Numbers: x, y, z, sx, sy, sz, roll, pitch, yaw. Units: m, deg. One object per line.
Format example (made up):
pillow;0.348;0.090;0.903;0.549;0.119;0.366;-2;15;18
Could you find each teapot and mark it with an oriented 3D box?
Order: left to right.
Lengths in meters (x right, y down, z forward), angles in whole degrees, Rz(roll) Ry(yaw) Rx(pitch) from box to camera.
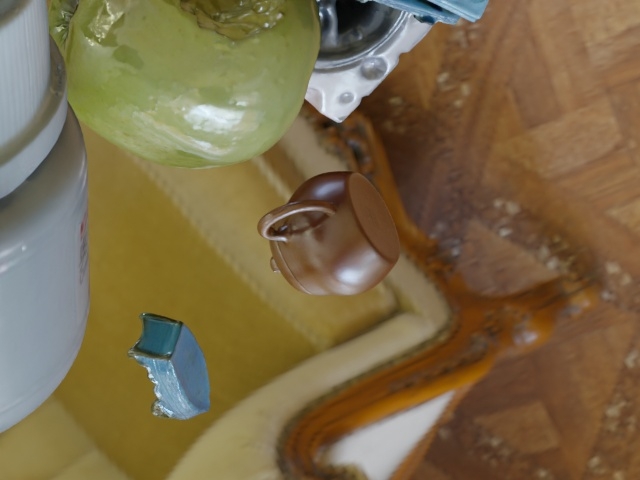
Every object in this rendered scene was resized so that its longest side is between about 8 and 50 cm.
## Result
teapot;0.000;0.000;1.454;0.116;0.173;0.116;-8;72;27

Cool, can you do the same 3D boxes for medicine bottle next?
medicine bottle;-0.267;-0.042;1.034;0.245;0.245;0.306;37;141;29

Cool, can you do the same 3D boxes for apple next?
apple;-0.142;-0.200;1.670;0.279;0.279;0.279;17;115;40

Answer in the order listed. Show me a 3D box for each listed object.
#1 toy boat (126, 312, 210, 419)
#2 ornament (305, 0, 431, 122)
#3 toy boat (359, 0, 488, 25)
toy boat;-0.179;0.154;1.922;0.077;0.075;0.185;5;148;17
ornament;-0.016;-0.330;1.930;0.239;0.240;0.240;-45;48;17
toy boat;0.078;-0.277;1.642;0.098;0.238;0.109;33;102;49
